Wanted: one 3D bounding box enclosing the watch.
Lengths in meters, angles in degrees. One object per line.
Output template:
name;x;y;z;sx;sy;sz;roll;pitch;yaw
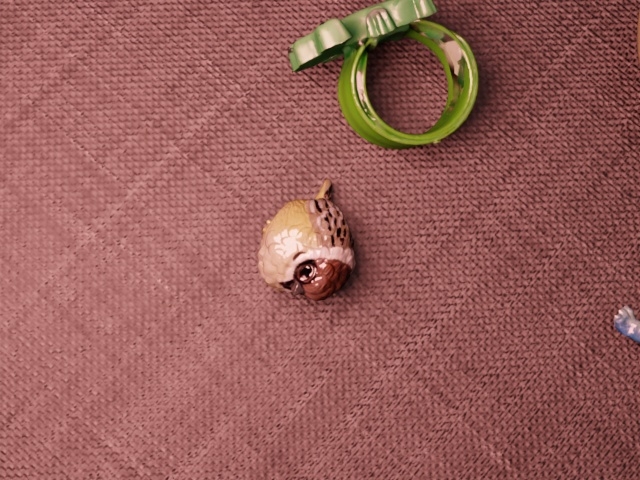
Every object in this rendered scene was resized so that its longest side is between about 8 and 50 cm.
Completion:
watch;0.067;-0.162;0.847;0.165;0.131;0.152;-27;99;-11

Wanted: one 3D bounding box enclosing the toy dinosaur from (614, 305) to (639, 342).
toy dinosaur;0.365;0.050;0.800;0.144;0.076;0.329;39;109;26

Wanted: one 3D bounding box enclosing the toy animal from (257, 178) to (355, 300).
toy animal;0.000;0.000;0.818;0.098;0.098;0.137;38;59;6

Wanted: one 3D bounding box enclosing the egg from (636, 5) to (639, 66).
egg;0.429;-0.181;0.800;0.219;0.219;0.269;-37;78;-8
